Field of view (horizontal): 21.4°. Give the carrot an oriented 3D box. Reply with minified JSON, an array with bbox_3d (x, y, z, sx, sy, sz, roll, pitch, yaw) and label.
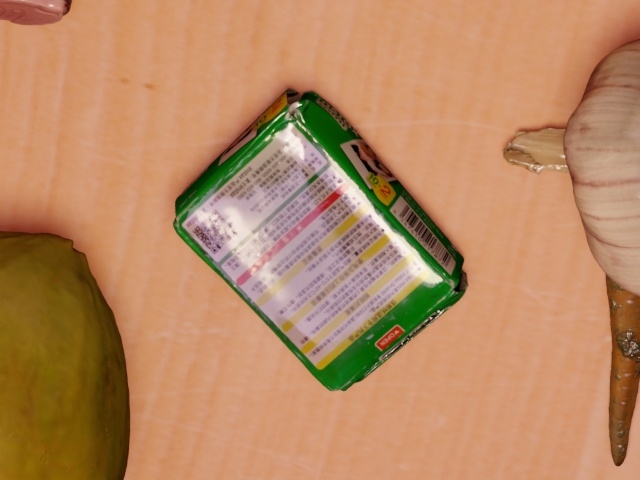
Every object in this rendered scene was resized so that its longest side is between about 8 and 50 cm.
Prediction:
[{"bbox_3d":[0.290,0.099,1.614,0.049,0.049,0.254,1,108,4],"label":"carrot"}]

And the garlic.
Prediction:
[{"bbox_3d":[0.277,-0.069,1.512,0.253,0.245,0.245,4,107,41],"label":"garlic"}]

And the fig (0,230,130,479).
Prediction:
[{"bbox_3d":[-0.322,0.153,1.538,0.343,0.343,0.343,1,103,4],"label":"fig"}]

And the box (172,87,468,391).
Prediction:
[{"bbox_3d":[0.000,0.000,1.579,0.180,0.103,0.250,-41,96,12],"label":"box"}]

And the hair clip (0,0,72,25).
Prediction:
[{"bbox_3d":[-0.307,-0.221,1.548,0.138,0.123,0.102,36,83,0],"label":"hair clip"}]
